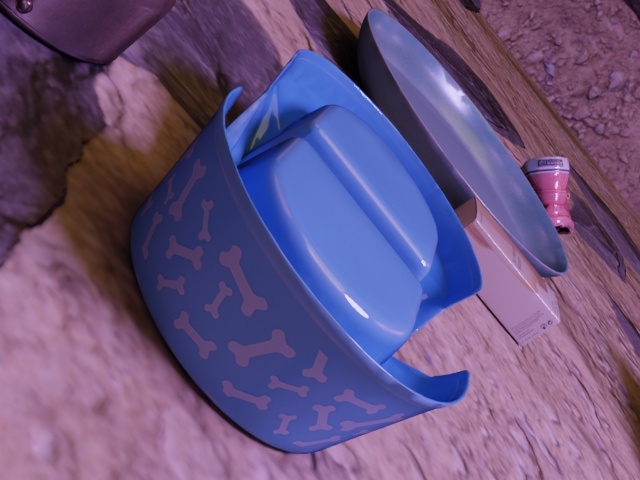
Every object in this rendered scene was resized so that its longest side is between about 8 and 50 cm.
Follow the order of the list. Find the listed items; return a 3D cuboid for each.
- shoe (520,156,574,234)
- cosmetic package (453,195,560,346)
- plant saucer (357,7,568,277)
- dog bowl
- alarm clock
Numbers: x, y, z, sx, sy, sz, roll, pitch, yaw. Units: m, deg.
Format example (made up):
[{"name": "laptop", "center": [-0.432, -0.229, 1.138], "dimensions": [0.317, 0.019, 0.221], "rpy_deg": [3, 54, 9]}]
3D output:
[{"name": "shoe", "center": [0.254, -0.043, 1.276], "dimensions": [0.178, 0.064, 0.081], "rpy_deg": [52, 38, -83]}, {"name": "cosmetic package", "center": [0.147, 0.025, 0.912], "dimensions": [0.115, 0.041, 0.060], "rpy_deg": [49, 19, -14]}, {"name": "plant saucer", "center": [0.132, -0.088, 1.077], "dimensions": [0.317, 0.044, 0.317], "rpy_deg": [46, 20, -22]}, {"name": "dog bowl", "center": [0.000, 0.000, 0.554], "dimensions": [0.166, 0.074, 0.297], "rpy_deg": [51, 19, -7]}, {"name": "alarm clock", "center": [-0.122, -0.157, 0.565], "dimensions": [0.129, 0.064, 0.192], "rpy_deg": [55, 15, 4]}]
